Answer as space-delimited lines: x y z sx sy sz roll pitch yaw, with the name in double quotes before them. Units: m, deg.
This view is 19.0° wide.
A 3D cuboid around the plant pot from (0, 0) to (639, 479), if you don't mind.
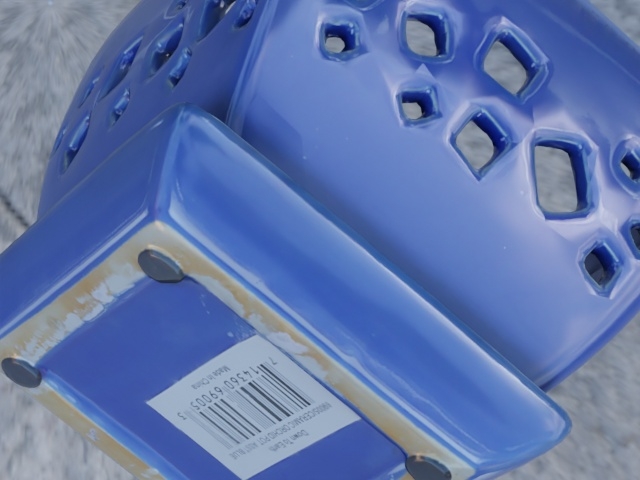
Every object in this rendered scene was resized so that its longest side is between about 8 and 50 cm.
"plant pot" 0.000 0.000 0.830 0.236 0.236 0.212 40 51 -13
